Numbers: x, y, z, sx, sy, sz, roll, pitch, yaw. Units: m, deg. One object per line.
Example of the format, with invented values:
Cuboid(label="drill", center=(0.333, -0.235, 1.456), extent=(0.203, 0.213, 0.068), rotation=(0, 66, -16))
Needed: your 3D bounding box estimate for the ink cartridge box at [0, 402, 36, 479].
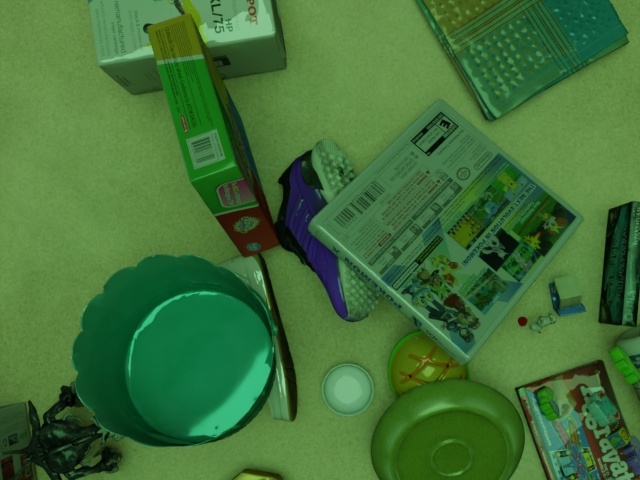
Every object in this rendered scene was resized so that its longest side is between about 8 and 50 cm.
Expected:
Cuboid(label="ink cartridge box", center=(-0.535, 0.401, 1.245), extent=(0.130, 0.309, 0.272), rotation=(-11, 86, 3))

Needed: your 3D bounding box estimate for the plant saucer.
Cuboid(label="plant saucer", center=(0.198, 0.325, 1.295), extent=(0.241, 0.037, 0.241), rotation=(-1, 113, -2))

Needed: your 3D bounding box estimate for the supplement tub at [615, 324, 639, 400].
Cuboid(label="supplement tub", center=(0.552, 0.216, 1.278), extent=(0.144, 0.144, 0.200), rotation=(-24, 85, 2))

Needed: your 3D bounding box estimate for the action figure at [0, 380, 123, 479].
Cuboid(label="action figure", center=(-0.352, 0.296, 1.331), extent=(0.275, 0.141, 0.164), rotation=(-20, 88, -14))

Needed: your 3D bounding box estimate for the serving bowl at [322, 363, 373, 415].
Cuboid(label="serving bowl", center=(0.044, 0.239, 1.364), extent=(0.083, 0.027, 0.083), rotation=(0, 87, 3))

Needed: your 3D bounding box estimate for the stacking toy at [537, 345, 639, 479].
Cuboid(label="stacking toy", center=(0.446, 0.282, 1.260), extent=(0.167, 0.052, 0.221), rotation=(-41, 77, 39))

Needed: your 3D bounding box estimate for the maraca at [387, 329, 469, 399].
Cuboid(label="maraca", center=(0.175, 0.226, 1.325), extent=(0.127, 0.099, 0.186), rotation=(-17, 103, 5))

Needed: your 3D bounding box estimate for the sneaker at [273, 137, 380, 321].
Cuboid(label="sneaker", center=(0.000, 0.000, 1.332), extent=(0.146, 0.102, 0.293), rotation=(-26, 66, 33))

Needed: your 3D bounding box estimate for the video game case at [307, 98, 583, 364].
Cuboid(label="video game case", center=(0.195, -0.026, 1.273), extent=(0.300, 0.036, 0.329), rotation=(41, 62, 8))

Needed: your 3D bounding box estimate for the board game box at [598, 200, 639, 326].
Cuboid(label="board game box", center=(0.464, 0.038, 1.303), extent=(0.026, 0.126, 0.186), rotation=(6, 86, 3))

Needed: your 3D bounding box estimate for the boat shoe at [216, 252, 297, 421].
Cuboid(label="boat shoe", center=(-0.106, 0.159, 1.347), extent=(0.096, 0.098, 0.277), rotation=(-16, 77, 3))

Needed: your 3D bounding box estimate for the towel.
Cuboid(label="towel", center=(0.299, -0.413, 1.385), extent=(0.271, 0.040, 0.370), rotation=(-30, 84, 0))

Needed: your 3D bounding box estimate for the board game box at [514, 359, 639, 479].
Cuboid(label="board game box", center=(0.424, 0.345, 1.337), extent=(0.145, 0.027, 0.281), rotation=(-19, 86, 1))

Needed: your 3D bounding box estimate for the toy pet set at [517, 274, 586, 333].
Cuboid(label="toy pet set", center=(0.354, 0.088, 1.346), extent=(0.114, 0.065, 0.122), rotation=(-11, 55, 5))

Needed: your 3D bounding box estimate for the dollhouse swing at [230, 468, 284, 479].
Cuboid(label="dollhouse swing", center=(-0.152, 0.566, 1.237), extent=(0.305, 0.315, 0.347), rotation=(-40, 84, 21))

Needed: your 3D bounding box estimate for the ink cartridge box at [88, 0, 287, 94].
Cuboid(label="ink cartridge box", center=(-0.204, -0.365, 1.329), extent=(0.270, 0.197, 0.198), rotation=(-10, 86, 2))

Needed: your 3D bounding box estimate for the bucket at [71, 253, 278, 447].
Cuboid(label="bucket", center=(-0.191, 0.164, 1.206), extent=(0.281, 0.183, 0.281), rotation=(-1, 75, 3))

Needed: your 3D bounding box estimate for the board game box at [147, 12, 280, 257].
Cuboid(label="board game box", center=(-0.147, -0.138, 1.227), extent=(0.064, 0.316, 0.242), rotation=(-19, 71, 1))
